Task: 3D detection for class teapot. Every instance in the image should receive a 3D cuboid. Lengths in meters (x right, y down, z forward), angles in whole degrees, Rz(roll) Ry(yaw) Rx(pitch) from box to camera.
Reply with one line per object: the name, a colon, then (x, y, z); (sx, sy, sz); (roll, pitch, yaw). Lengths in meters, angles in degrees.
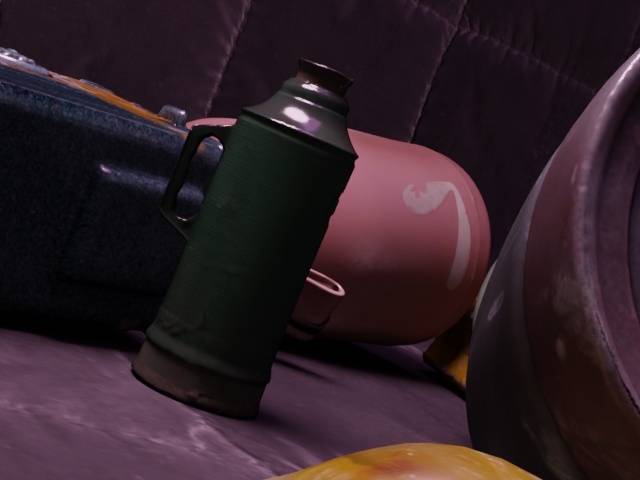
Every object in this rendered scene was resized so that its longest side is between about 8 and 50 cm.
teapot: (0.209, 0.080, 0.599); (0.315, 0.233, 0.312); (32, -21, 4)

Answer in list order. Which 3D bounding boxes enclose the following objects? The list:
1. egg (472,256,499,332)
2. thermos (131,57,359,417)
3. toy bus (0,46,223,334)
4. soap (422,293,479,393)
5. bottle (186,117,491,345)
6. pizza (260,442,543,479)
egg: (0.235, 0.080, 0.901); (0.283, 0.202, 0.203); (18, 4, -6)
thermos: (-0.036, -0.007, 0.745); (0.083, 0.187, 0.073); (25, 4, 26)
toy bus: (-0.192, -0.039, 0.761); (0.167, 0.138, 0.275); (25, 7, 35)
soap: (0.182, 0.108, 1.186); (0.160, 0.080, 0.257); (22, 3, -17)
bottle: (0.000, 0.000, 1.071); (0.297, 0.173, 0.206); (12, 30, -52)
pizza: (0.058, 0.112, 0.387); (0.188, 0.080, 0.204); (21, 5, 2)
